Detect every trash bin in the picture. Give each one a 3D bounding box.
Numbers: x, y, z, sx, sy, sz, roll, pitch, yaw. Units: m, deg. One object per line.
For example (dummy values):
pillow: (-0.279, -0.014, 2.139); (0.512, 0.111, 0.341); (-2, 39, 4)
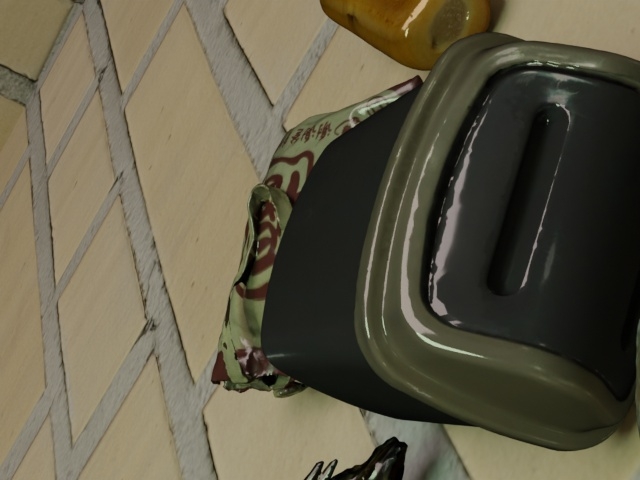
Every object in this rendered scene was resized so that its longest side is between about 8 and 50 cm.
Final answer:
trash bin: (0.087, 0.008, 0.832); (0.290, 0.182, 0.209); (-18, 52, 66)

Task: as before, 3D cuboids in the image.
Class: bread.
bread: (0.070, -0.201, 1.198); (0.092, 0.074, 0.239); (-56, 24, 7)

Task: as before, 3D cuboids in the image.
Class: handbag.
handbag: (0.000, 0.000, 1.082); (0.213, 0.127, 0.235); (-10, 60, 60)

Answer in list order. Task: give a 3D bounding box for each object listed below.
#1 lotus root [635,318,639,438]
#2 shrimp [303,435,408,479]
lotus root: (0.210, 0.012, 0.575); (0.175, 0.175, 0.349); (-38, 32, 47)
shrimp: (-0.007, 0.303, 0.888); (0.233, 0.071, 0.365); (30, 94, 57)
